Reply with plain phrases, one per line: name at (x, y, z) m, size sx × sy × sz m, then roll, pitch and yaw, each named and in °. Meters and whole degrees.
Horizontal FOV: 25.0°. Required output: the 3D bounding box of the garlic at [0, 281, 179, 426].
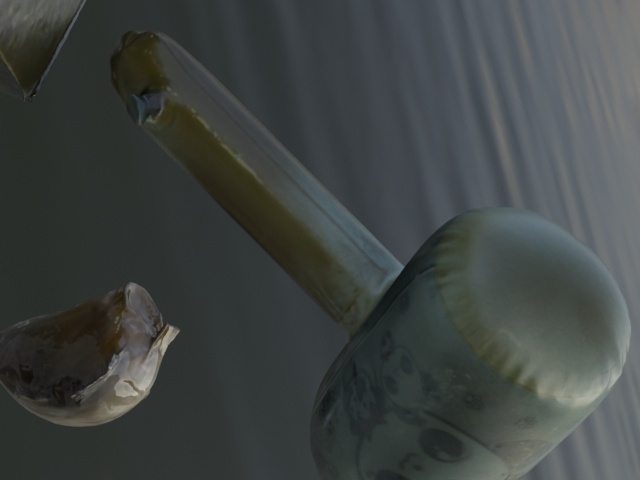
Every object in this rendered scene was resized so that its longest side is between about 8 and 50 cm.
garlic at (-0.153, 0.080, 0.914) m, size 0.066 × 0.152 × 0.084 m, roll 34°, pitch 46°, yaw -47°

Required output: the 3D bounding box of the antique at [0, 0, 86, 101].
antique at (-0.127, -0.182, 0.664) m, size 0.081 × 0.080 × 0.221 m, roll 85°, pitch 28°, yaw -69°

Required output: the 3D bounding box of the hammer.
hammer at (0.000, 0.000, 0.723) m, size 0.305 × 0.202 × 0.113 m, roll 46°, pitch 48°, yaw 11°
